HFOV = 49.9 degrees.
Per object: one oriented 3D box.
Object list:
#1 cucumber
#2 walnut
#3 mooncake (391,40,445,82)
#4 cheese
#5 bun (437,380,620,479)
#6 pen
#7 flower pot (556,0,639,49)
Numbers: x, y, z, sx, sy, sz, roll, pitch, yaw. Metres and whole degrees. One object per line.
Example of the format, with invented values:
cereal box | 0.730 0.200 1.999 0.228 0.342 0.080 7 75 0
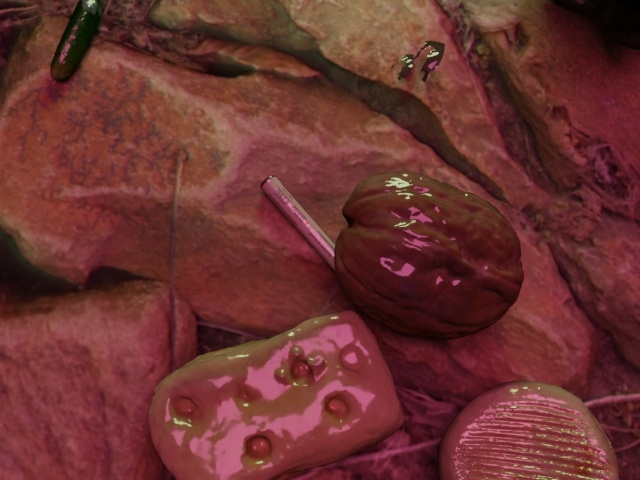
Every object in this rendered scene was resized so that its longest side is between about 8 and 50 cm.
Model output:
cucumber | -0.318 -0.279 0.910 0.037 0.037 0.155 15 72 3
walnut | 0.124 0.022 0.763 0.230 0.178 0.178 17 71 -16
mooncake | 0.037 -0.341 0.942 0.347 0.057 0.150 32 86 15
cheese | -0.050 0.177 0.742 0.263 0.093 0.159 -20 72 -8
bun | 0.216 0.243 0.725 0.183 0.102 0.183 -6 59 10
pen | 0.000 0.000 0.837 0.025 0.025 0.204 -39 78 -13
flower pot | 0.407 -0.399 0.865 0.213 0.302 0.302 -40 77 0
